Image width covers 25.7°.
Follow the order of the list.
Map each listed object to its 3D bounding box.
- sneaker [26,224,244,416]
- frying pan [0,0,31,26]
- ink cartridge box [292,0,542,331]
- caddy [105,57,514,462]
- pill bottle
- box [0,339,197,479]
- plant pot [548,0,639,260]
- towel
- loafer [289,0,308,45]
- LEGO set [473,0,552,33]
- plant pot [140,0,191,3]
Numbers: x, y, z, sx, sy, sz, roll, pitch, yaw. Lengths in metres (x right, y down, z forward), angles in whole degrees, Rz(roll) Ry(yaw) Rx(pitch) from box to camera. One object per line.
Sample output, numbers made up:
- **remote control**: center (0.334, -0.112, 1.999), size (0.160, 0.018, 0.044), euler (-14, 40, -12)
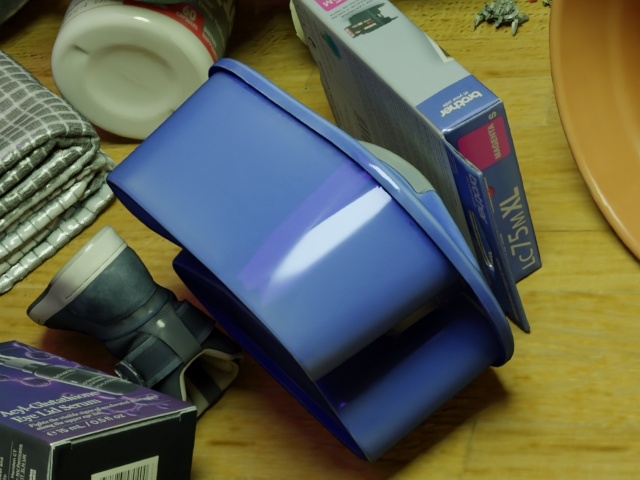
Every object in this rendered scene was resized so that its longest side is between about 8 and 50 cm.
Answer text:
- **sneaker**: center (-0.153, 0.078, 1.157), size (0.086, 0.163, 0.226), euler (-49, 7, -16)
- **frying pan**: center (-0.316, -0.309, 1.559), size (0.326, 0.053, 0.197), euler (-21, 32, 34)
- **ink cartridge box**: center (0.085, -0.083, 1.127), size (0.065, 0.185, 0.311), euler (-29, 44, -7)
- **caddy**: center (0.000, 0.000, 1.050), size (0.179, 0.241, 0.341), euler (-42, 46, -9)
- **pill bottle**: center (-0.162, -0.253, 1.420), size (0.161, 0.161, 0.283), euler (-7, 46, 18)
- **box**: center (-0.220, 0.157, 1.038), size (0.207, 0.108, 0.153), euler (15, 13, 33)
- **plant pot**: center (0.329, -0.122, 1.012), size (0.203, 0.291, 0.291), euler (-21, 41, -20)
- **towel**: center (-0.363, -0.051, 1.345), size (0.284, 0.121, 0.235), euler (-39, 44, -14)
- **loafer**: center (-0.009, -0.272, 1.423), size (0.092, 0.102, 0.268), euler (-13, 35, 14)
- **LEGO set**: center (0.184, -0.223, 1.336), size (0.083, 0.023, 0.054), euler (-30, 43, -5)
- **plant pot**: center (-0.139, -0.356, 1.248), size (0.293, 0.235, 0.293), euler (9, 48, -10)
